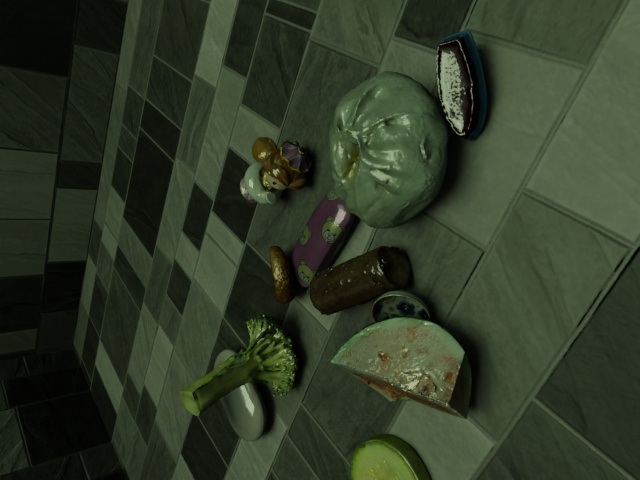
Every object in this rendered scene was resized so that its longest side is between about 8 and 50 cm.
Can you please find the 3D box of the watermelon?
[{"bbox_3d":[0.185,0.288,1.059,0.305,0.180,0.223,6,102,39],"label":"watermelon"}]

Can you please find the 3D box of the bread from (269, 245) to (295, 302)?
[{"bbox_3d":[-0.118,0.105,1.424,0.193,0.064,0.193,169,90,-82],"label":"bread"}]

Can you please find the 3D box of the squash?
[{"bbox_3d":[0.177,0.630,1.186,0.252,0.049,0.251,4,95,47],"label":"squash"}]

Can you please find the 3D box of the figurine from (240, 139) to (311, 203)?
[{"bbox_3d":[-0.135,-0.202,1.421,0.263,0.142,0.189,-23,61,46],"label":"figurine"}]

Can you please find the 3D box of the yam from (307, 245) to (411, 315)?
[{"bbox_3d":[0.092,0.104,1.203,0.280,0.131,0.131,-28,71,44],"label":"yam"}]

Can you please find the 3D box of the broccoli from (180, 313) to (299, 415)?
[{"bbox_3d":[-0.233,0.407,1.411,0.221,0.361,0.252,31,151,35],"label":"broccoli"}]

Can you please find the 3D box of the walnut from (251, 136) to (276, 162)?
[{"bbox_3d":[-0.194,-0.295,1.544,0.121,0.052,0.091,48,121,32],"label":"walnut"}]

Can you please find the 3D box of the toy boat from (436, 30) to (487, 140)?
[{"bbox_3d":[0.302,-0.321,0.983,0.100,0.097,0.223,-1,107,44],"label":"toy boat"}]

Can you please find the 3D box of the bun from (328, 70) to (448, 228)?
[{"bbox_3d":[0.127,-0.204,1.067,0.354,0.194,0.354,26,121,54],"label":"bun"}]

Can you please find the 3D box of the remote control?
[{"bbox_3d":[-0.287,0.541,1.639,0.332,0.104,0.221,59,136,27],"label":"remote control"}]

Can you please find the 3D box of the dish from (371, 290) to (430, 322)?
[{"bbox_3d":[0.201,0.160,1.127,0.141,0.078,0.141,12,129,15],"label":"dish"}]

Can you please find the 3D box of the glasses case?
[{"bbox_3d":[0.000,0.000,1.327,0.123,0.076,0.316,54,130,34],"label":"glasses case"}]
